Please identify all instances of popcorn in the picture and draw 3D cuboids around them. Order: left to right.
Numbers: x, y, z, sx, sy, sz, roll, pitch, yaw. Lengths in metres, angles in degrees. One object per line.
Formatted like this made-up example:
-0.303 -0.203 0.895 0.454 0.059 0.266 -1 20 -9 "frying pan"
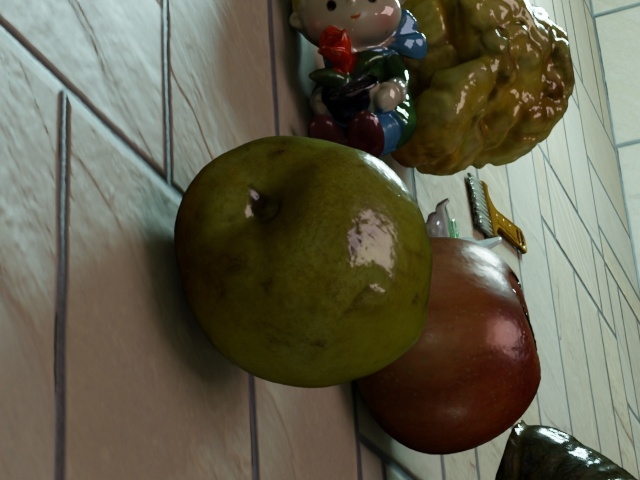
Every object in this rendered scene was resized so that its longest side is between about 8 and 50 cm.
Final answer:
0.169 -0.203 1.818 0.332 0.225 0.265 -47 127 -55 "popcorn"

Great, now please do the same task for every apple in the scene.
0.128 0.098 1.529 0.235 0.173 0.210 -84 154 -48 "apple"

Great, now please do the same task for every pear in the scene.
-0.013 0.015 1.159 0.200 0.200 0.200 -14 90 -72 "pear"

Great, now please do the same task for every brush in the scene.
0.266 -0.025 2.289 0.314 0.017 0.090 31 48 -67 "brush"

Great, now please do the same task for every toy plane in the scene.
0.163 0.035 1.834 0.174 0.080 0.174 -13 90 -70 "toy plane"

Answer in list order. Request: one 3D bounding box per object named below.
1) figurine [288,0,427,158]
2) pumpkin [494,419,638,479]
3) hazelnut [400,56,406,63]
0.023 -0.199 1.539 0.185 0.127 0.234 -36 122 -62 "figurine"
0.246 0.358 1.495 0.242 0.232 0.325 80 29 -67 "pumpkin"
0.057 -0.209 1.704 0.086 0.086 0.086 -14 90 -72 "hazelnut"
